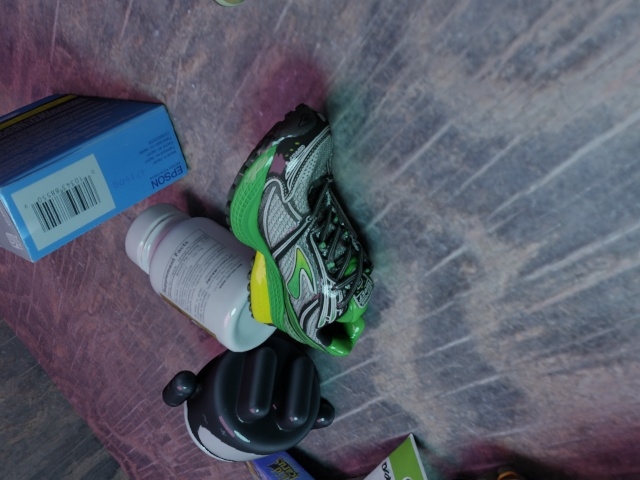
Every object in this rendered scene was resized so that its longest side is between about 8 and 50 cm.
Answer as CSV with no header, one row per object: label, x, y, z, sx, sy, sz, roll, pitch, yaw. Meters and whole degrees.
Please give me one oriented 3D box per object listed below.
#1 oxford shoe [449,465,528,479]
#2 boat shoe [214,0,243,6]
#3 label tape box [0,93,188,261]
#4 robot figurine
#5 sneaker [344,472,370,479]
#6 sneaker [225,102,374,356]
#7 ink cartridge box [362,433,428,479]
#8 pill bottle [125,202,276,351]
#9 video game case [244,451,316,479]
oxford shoe,0.206,0.317,0.706,0.364,0.130,0.133,121,131,-68
boat shoe,-0.093,-0.306,0.586,0.072,0.068,0.190,1,122,36
label tape box,-0.397,-0.109,0.955,0.347,0.249,0.115,13,130,43
robot figurine,-0.106,0.246,1.007,0.209,0.173,0.278,51,146,1
sneaker,0.073,0.426,1.062,0.085,0.058,0.152,54,151,7
sneaker,0.000,0.000,0.721,0.146,0.134,0.343,26,148,23
ink cartridge box,0.102,0.423,0.906,0.097,0.189,0.255,25,118,-26
pill bottle,-0.160,0.042,0.921,0.229,0.131,0.131,31,141,28
video game case,-0.035,0.499,1.217,0.269,0.061,0.244,24,139,52
